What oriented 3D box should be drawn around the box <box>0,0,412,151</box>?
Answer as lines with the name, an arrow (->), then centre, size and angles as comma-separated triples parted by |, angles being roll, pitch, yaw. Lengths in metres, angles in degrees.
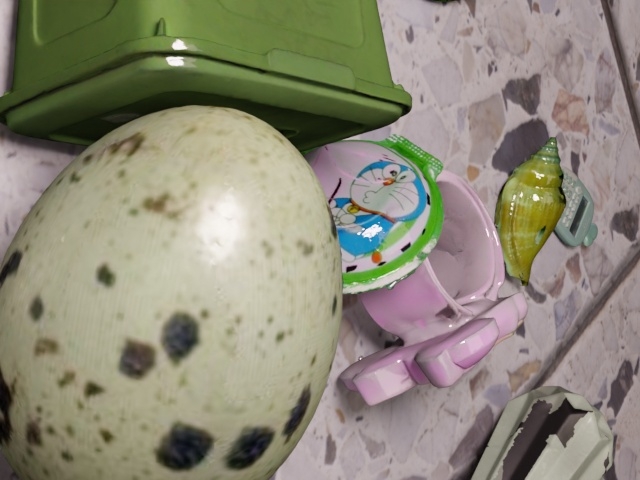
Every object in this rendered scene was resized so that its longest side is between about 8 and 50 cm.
box -> -0.102, -0.179, 1.083 | 0.329, 0.253, 0.177 | 4, 79, -49

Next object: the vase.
vase -> 0.238, 0.350, 1.546 | 0.360, 0.165, 0.165 | -47, 124, -32

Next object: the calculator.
calculator -> 0.365, -0.046, 1.766 | 0.153, 0.021, 0.095 | 48, 57, -37

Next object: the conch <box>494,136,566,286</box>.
conch -> 0.284, -0.046, 1.645 | 0.095, 0.079, 0.200 | 27, 79, -26

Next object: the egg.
egg -> -0.125, 0.069, 0.997 | 0.288, 0.287, 0.379 | 7, 122, -48

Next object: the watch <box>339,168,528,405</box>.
watch -> 0.108, 0.045, 1.387 | 0.248, 0.211, 0.217 | -25, 91, -53

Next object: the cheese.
cheese -> 0.000, 0.000, 1.255 | 0.320, 0.204, 0.083 | -42, 151, -23
